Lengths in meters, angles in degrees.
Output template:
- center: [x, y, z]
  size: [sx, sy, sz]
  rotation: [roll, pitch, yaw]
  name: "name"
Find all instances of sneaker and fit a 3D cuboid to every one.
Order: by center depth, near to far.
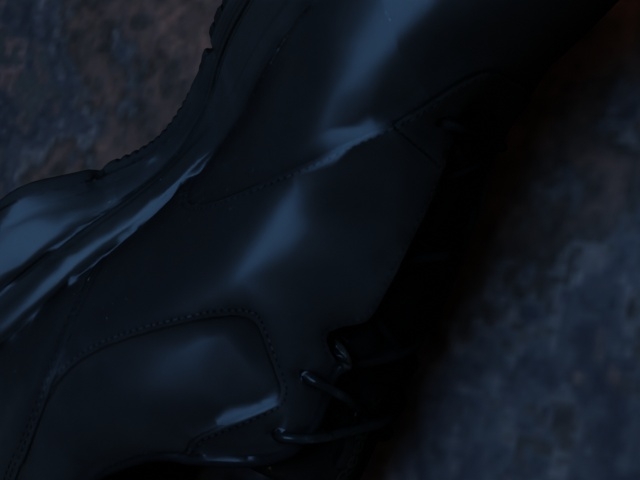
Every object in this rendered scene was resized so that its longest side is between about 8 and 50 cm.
- center: [0.000, 0.000, 0.452]
  size: [0.286, 0.109, 0.130]
  rotation: [-42, 65, 21]
  name: "sneaker"
